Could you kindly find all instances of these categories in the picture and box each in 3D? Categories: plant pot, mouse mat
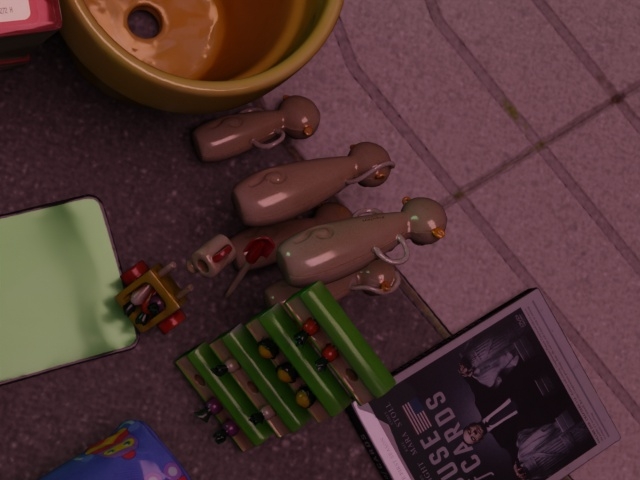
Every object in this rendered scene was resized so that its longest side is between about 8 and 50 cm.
[{"bbox_3d":[-0.132,-0.223,1.348,0.254,0.239,0.254,3,80,-19],"label":"plant pot"},{"bbox_3d":[-0.271,0.049,1.379,0.189,0.007,0.153,-15,86,-22],"label":"mouse mat"}]

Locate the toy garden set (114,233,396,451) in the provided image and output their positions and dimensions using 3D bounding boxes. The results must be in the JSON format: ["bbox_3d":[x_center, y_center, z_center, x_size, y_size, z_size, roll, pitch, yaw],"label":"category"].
[{"bbox_3d":[-0.075,0.085,1.312,0.049,0.244,0.204,-40,96,-37],"label":"toy garden set"}]

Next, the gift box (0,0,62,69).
[{"bbox_3d":[-0.368,-0.230,1.259,0.255,0.258,0.276,-5,92,-20],"label":"gift box"}]

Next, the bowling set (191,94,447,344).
[{"bbox_3d":[0.000,0.000,1.415,0.154,0.287,0.200,-18,131,-16],"label":"bowling set"}]

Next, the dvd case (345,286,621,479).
[{"bbox_3d":[0.163,0.180,1.497,0.238,0.029,0.179,-29,91,-22],"label":"dvd case"}]

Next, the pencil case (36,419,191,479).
[{"bbox_3d":[-0.239,0.278,1.276,0.306,0.119,0.133,-32,124,-30],"label":"pencil case"}]
